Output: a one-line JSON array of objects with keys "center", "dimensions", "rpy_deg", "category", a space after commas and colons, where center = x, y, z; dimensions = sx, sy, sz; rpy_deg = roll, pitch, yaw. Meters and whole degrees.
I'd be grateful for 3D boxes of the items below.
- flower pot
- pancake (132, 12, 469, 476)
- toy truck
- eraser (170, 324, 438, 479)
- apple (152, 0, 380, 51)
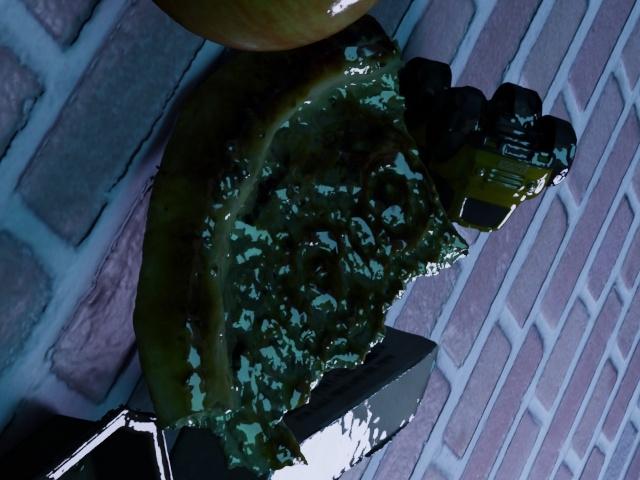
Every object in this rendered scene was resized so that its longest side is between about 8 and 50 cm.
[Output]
[{"center": [-0.202, 0.248, 1.034], "dimensions": [0.179, 0.084, 0.250], "rpy_deg": [-39, 134, -42], "category": "flower pot"}, {"center": [-0.016, -0.009, 1.106], "dimensions": [0.304, 0.067, 0.427], "rpy_deg": [54, 54, -18], "category": "pancake"}, {"center": [0.150, -0.080, 1.313], "dimensions": [0.147, 0.224, 0.165], "rpy_deg": [14, 108, -17], "category": "toy truck"}, {"center": [-0.012, 0.179, 1.273], "dimensions": [0.352, 0.111, 0.077], "rpy_deg": [-27, 127, -50], "category": "eraser"}, {"center": [-0.046, -0.271, 0.868], "dimensions": [0.264, 0.264, 0.264], "rpy_deg": [-32, 131, -47], "category": "apple"}]
